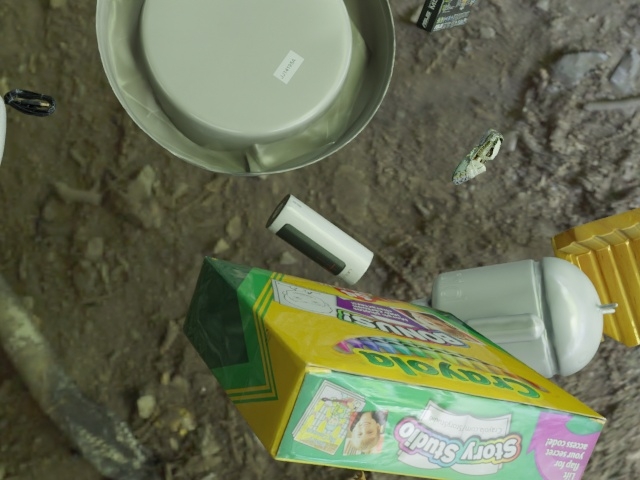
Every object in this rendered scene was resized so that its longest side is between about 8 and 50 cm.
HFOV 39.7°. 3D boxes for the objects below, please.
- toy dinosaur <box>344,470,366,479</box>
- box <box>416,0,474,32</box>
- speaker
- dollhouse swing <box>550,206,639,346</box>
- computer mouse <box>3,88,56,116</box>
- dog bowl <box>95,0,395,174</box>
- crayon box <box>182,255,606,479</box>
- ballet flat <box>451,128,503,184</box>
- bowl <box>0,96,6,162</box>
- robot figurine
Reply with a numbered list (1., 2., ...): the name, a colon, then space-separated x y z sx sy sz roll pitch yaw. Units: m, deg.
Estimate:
1. toy dinosaur: 0.103 0.551 1.880 0.112 0.064 0.211 54 158 -18
2. box: 0.279 -0.521 1.798 0.045 0.190 0.184 29 121 20
3. speaker: 0.000 0.000 1.132 0.136 0.055 0.055 36 116 -12
4. dollhouse swing: 0.628 0.066 1.640 0.346 0.305 0.315 -18 95 20
5. computer mouse: -0.551 -0.231 1.427 0.041 0.241 0.071 105 159 -47
6. dog bowl: -0.090 -0.236 1.068 0.102 0.348 0.349 139 123 -76
7. crayon box: 0.067 0.143 0.973 0.313 0.362 0.106 33 107 61
8. ballet flat: 0.262 -0.135 1.458 0.041 0.041 0.114 35 83 31
9. bowl: -0.457 -0.153 1.101 0.053 0.142 0.142 -44 41 36
10. robot figurine: 0.316 0.138 1.493 0.353 0.300 0.200 -9 92 15
